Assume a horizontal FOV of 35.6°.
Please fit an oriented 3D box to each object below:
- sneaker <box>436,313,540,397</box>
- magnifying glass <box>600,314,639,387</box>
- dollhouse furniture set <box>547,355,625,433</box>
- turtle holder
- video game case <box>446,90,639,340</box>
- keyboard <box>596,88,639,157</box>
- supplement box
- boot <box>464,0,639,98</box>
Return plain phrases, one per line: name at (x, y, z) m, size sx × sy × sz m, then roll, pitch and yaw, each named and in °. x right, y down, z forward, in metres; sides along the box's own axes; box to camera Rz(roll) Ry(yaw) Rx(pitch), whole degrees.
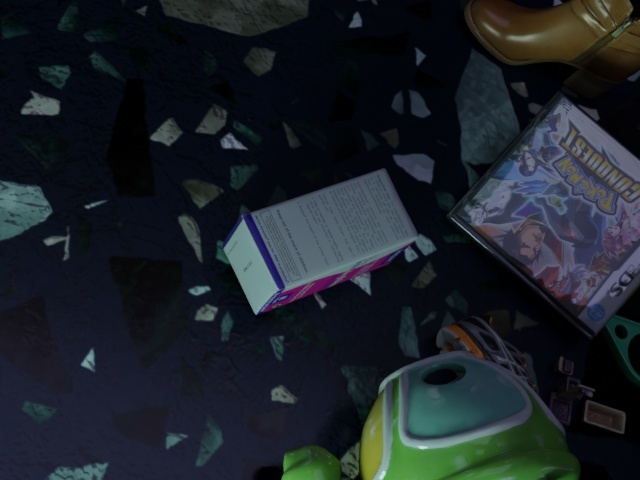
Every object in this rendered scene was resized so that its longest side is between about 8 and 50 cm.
sneaker at (0.253, 0.189, 1.355) m, size 0.083 × 0.084 × 0.215 m, roll -30°, pitch 80°, yaw -32°
magnifying glass at (0.435, 0.130, 1.476) m, size 0.231 × 0.026 × 0.092 m, roll 41°, pitch 61°, yaw 1°
dollhouse furniture set at (0.390, 0.215, 1.391) m, size 0.114 × 0.081 × 0.091 m, roll 20°, pitch 64°, yaw -11°
turtle holder at (0.140, 0.277, 1.218) m, size 0.320 × 0.243 × 0.227 m, roll -28°, pitch 59°, yaw 12°
video game case at (0.366, -0.037, 1.445) m, size 0.275 × 0.035 × 0.248 m, roll 42°, pitch 88°, yaw 5°
keyboard at (0.564, -0.153, 1.637) m, size 0.317 × 0.033 × 0.201 m, roll -34°, pitch 77°, yaw -27°
supplement box at (0.000, 0.000, 1.324) m, size 0.220 × 0.111 × 0.113 m, roll -21°, pitch 77°, yaw -26°
boot at (0.383, -0.342, 1.541) m, size 0.283 × 0.220 × 0.109 m, roll 32°, pitch 62°, yaw -5°
